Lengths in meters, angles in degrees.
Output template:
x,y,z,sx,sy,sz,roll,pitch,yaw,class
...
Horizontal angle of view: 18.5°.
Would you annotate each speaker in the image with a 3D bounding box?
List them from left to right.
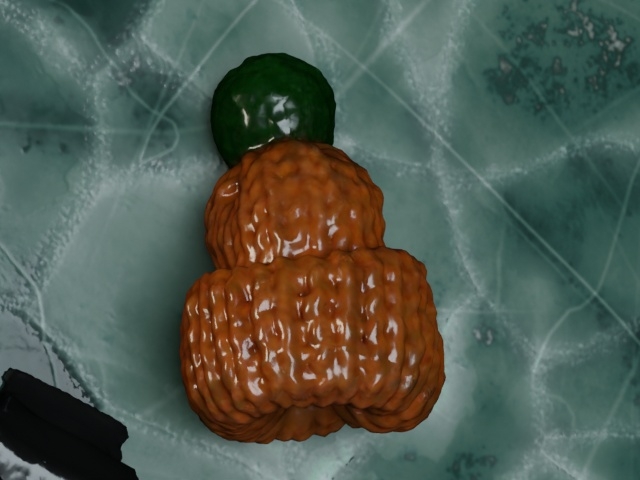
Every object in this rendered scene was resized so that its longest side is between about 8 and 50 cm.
x,y,z,sx,sy,sz,roll,pitch,yaw,class
-0.316,0.329,1.865,0.180,0.184,0.388,30,84,-14,speaker

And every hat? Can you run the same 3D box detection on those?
x,y,z,sx,sy,sz,roll,pitch,yaw,class
0.000,0.000,1.947,0.285,0.285,0.400,9,75,-20,hat

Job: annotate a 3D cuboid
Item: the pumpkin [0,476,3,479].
x,y,z,sx,sy,sz,roll,pitch,yaw,class
-0.447,0.293,1.549,0.454,0.454,0.344,-33,54,-22,pumpkin
